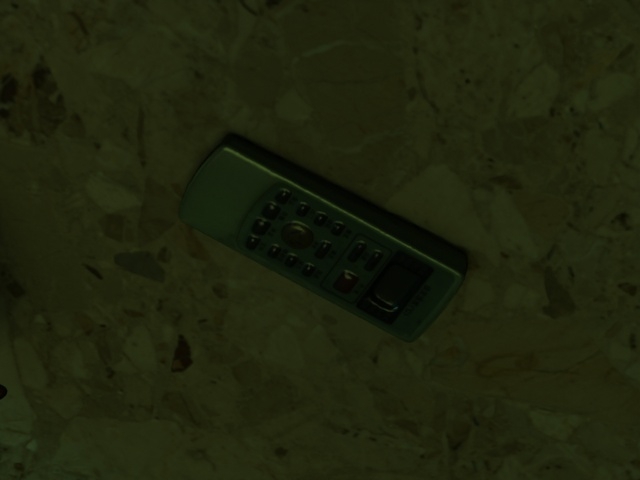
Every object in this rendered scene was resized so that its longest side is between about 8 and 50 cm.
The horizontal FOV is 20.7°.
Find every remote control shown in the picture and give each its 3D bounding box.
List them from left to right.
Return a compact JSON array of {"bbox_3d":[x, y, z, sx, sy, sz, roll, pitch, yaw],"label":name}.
[{"bbox_3d":[0.000,0.000,1.748,0.285,0.038,0.123,28,129,-11],"label":"remote control"}]

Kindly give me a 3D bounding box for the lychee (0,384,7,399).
[{"bbox_3d":[-0.459,0.086,1.787,0.300,0.255,0.255,18,130,-13],"label":"lychee"}]
